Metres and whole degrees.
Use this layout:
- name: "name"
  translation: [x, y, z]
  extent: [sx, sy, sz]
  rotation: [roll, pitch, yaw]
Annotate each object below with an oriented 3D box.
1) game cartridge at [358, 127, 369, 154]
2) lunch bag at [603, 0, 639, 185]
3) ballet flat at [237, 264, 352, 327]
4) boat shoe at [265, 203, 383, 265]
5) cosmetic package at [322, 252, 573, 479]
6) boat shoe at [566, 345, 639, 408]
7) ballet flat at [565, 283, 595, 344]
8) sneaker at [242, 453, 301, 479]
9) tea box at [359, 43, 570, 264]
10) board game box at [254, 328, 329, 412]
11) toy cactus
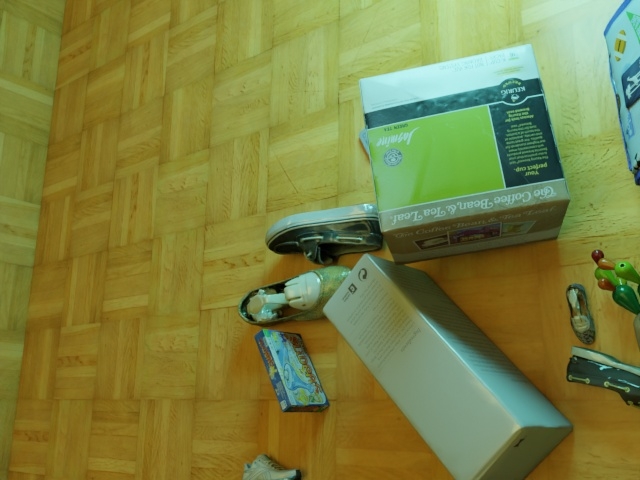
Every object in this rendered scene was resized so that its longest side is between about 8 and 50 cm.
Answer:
- name: "game cartridge"
  translation: [0.129, -0.246, 1.642]
  extent: [0.056, 0.017, 0.083]
  rotation: [-40, 56, 29]
- name: "lunch bag"
  translation: [0.654, -0.291, 1.077]
  extent: [0.385, 0.238, 0.328]
  rotation: [-24, 63, 51]
- name: "ballet flat"
  translation: [-0.071, 0.140, 1.625]
  extent: [0.348, 0.123, 0.123]
  rotation: [-21, 65, 40]
- name: "boat shoe"
  translation: [0.000, 0.000, 1.614]
  extent: [0.335, 0.121, 0.119]
  rotation: [-14, 65, 35]
- name: "cosmetic package"
  translation: [0.231, 0.239, 1.287]
  extent: [0.162, 0.230, 0.453]
  rotation: [-54, 50, 16]
- name: "boat shoe"
  translation: [0.528, 0.245, 1.137]
  extent: [0.227, 0.081, 0.069]
  rotation: [18, 93, 49]
- name: "ballet flat"
  translation: [0.474, 0.134, 1.234]
  extent: [0.041, 0.041, 0.115]
  rotation: [-20, 67, 35]
- name: "sneaker"
  translation: [-0.125, 0.553, 1.611]
  extent: [0.190, 0.071, 0.083]
  rotation: [-22, 60, 34]
- name: "tea box"
  translation: [0.267, -0.153, 1.289]
  extent: [0.328, 0.220, 0.324]
  rotation: [-9, 69, 10]
- name: "board game box"
  translation: [-0.068, 0.307, 1.581]
  extent: [0.035, 0.136, 0.201]
  rotation: [-42, 56, 25]
- name: "toy cactus"
  translation: [0.558, 0.102, 1.134]
  extent: [0.219, 0.112, 0.181]
  rotation: [12, 115, 52]
